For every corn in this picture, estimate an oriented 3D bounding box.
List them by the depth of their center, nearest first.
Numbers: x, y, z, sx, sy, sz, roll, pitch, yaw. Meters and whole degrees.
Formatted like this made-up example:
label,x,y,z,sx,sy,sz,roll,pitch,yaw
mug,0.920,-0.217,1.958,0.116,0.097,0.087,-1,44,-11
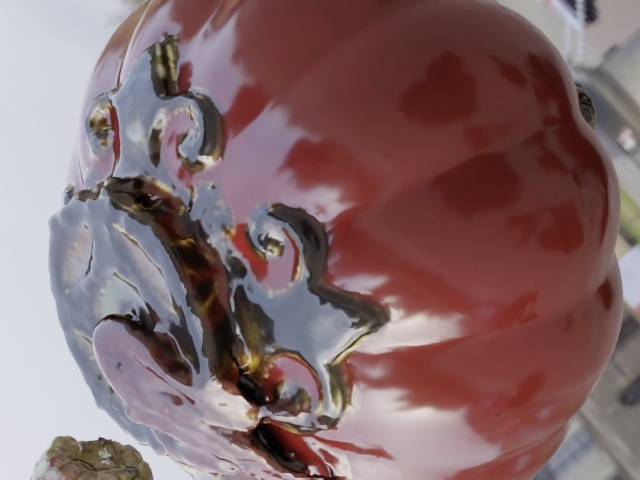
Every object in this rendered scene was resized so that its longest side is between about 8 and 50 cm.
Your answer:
label,x,y,z,sx,sy,sz,roll,pitch,yaw
corn,-0.171,0.249,1.015,0.086,0.253,0.086,13,-165,-4

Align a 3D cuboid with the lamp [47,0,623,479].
label,x,y,z,sx,sy,sz,roll,pitch,yaw
lamp,0.000,0.000,0.564,0.227,0.227,0.227,46,-172,-8
